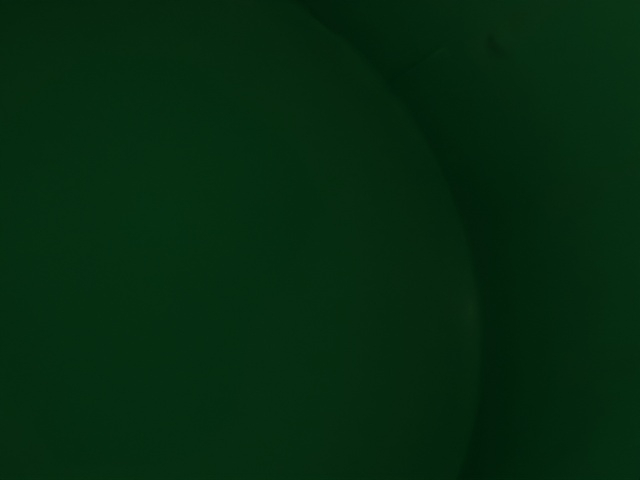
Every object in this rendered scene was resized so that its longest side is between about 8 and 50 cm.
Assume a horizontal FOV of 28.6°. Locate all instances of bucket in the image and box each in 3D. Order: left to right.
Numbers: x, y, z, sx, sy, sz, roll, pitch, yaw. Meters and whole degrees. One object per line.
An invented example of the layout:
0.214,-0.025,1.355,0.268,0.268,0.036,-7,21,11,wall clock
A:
-0.009,-0.003,0.302,0.281,0.281,0.183,-21,-5,-30,bucket
